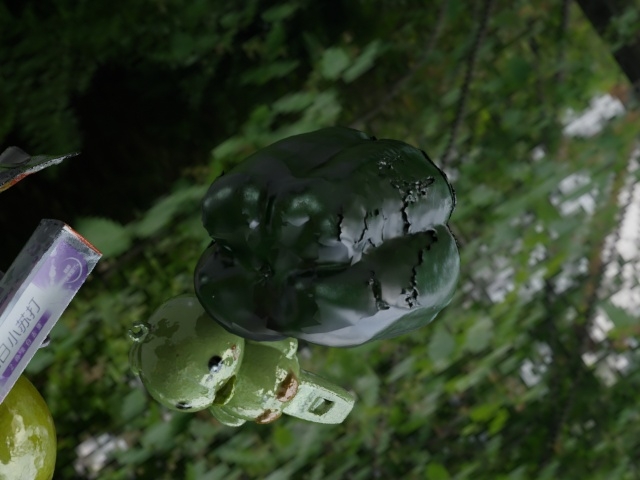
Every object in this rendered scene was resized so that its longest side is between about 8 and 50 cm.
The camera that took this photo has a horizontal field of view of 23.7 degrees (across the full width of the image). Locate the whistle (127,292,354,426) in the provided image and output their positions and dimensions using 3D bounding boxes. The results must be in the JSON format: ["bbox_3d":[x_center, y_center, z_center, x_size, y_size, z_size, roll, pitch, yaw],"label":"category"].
[{"bbox_3d":[-0.085,0.155,1.702,0.141,0.294,0.141,-51,-159,29],"label":"whistle"}]

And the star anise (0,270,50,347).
[{"bbox_3d":[-0.398,0.065,1.484,0.283,0.212,0.129,-18,-139,41],"label":"star anise"}]

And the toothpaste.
[{"bbox_3d":[-0.215,0.078,1.006,0.196,0.047,0.040,-57,-148,-11],"label":"toothpaste"}]

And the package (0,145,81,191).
[{"bbox_3d":[-0.362,-0.059,1.616,0.154,0.030,0.239,-34,-161,-27],"label":"package"}]

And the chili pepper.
[{"bbox_3d":[0.000,0.000,1.600,0.249,0.233,0.257,-3,-174,34],"label":"chili pepper"}]

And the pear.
[{"bbox_3d":[-0.248,0.140,1.106,0.107,0.131,0.107,-10,-146,7],"label":"pear"}]
